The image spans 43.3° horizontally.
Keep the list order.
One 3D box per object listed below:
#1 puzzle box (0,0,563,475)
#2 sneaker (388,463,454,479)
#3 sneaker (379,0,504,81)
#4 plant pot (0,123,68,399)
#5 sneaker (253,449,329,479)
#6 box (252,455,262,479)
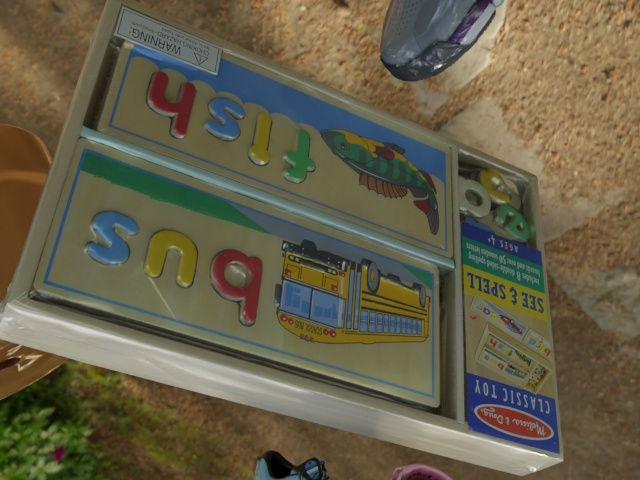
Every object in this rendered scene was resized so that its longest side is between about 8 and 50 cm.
[{"bbox_3d":[0.000,0.000,0.608,0.408,0.272,0.052,19,145,-21],"label":"puzzle box"},{"bbox_3d":[0.055,0.201,0.527,0.112,0.131,0.319,12,179,-11],"label":"sneaker"},{"bbox_3d":[0.064,-0.200,0.442,0.098,0.224,0.083,33,162,-35],"label":"sneaker"},{"bbox_3d":[-0.369,0.049,0.827,0.203,0.290,0.291,58,136,14],"label":"plant pot"},{"bbox_3d":[-0.007,0.253,0.787,0.162,0.063,0.073,12,99,35],"label":"sneaker"},{"bbox_3d":[-0.095,0.436,1.176,0.036,0.114,0.207,10,104,-6],"label":"box"}]
